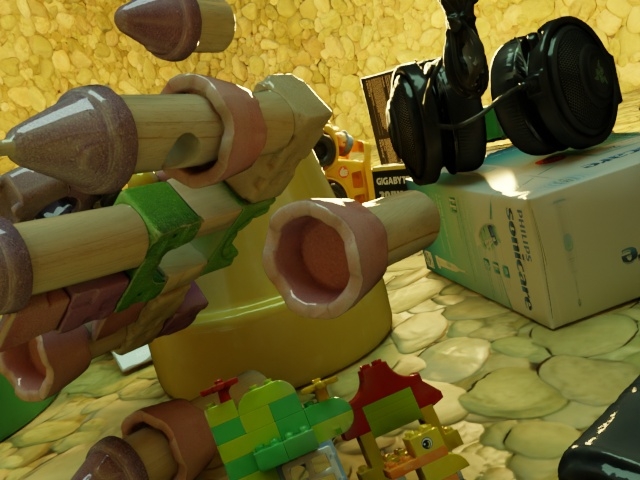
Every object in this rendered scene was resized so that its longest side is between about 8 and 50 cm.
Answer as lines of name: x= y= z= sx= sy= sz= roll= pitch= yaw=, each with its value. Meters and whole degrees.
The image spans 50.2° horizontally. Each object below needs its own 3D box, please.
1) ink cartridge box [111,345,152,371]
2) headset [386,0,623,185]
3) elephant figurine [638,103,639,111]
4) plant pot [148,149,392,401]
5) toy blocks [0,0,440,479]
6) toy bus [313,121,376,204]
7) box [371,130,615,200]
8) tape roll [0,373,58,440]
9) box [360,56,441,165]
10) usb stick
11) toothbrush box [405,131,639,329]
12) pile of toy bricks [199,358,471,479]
ink cartridge box: x=-0.184 y=0.046 z=0.929 sx=0.296 sy=0.066 sz=0.261 roll=-20 pitch=51 yaw=-30
headset: x=0.173 y=-0.166 z=0.700 sx=0.243 sy=0.185 sz=0.394 roll=-12 pitch=2 yaw=22
elephant figurine: x=0.383 y=-0.051 z=0.474 sx=0.186 sy=0.169 sz=0.239 roll=-37 pitch=24 yaw=24
plant pot: x=-0.075 y=0.003 z=0.705 sx=0.254 sy=0.239 sz=0.254 roll=-15 pitch=11 yaw=3
toy blocks: x=-0.148 y=-0.002 z=0.444 sx=0.260 sy=0.309 sz=0.289 roll=-20 pitch=-26 yaw=-52
toy bus: x=0.038 y=-0.130 z=1.286 sx=0.211 sy=0.220 sz=0.149 roll=-13 pitch=12 yaw=-23
box: x=0.290 y=-0.118 z=1.143 sx=0.322 sy=0.079 sz=0.257 roll=-14 pitch=11 yaw=-31
tape roll: x=-0.456 y=0.181 z=0.746 sx=0.321 sy=0.077 sz=0.321 roll=-14 pitch=11 yaw=3
box: x=0.206 y=-0.231 z=1.409 sx=0.103 sy=0.261 sz=0.184 roll=-23 pitch=14 yaw=-35
usb stick: x=0.236 y=0.082 z=0.405 sx=0.278 sy=0.045 sz=0.077 roll=-23 pitch=16 yaw=-39
toothbrush box: x=0.250 y=-0.030 z=0.732 sx=0.216 sy=0.126 sz=0.295 roll=-17 pitch=13 yaw=-9
pile of toy bricks: x=-0.024 y=0.116 z=0.344 sx=0.212 sy=0.105 sz=0.118 roll=-21 pitch=-10 yaw=-13
